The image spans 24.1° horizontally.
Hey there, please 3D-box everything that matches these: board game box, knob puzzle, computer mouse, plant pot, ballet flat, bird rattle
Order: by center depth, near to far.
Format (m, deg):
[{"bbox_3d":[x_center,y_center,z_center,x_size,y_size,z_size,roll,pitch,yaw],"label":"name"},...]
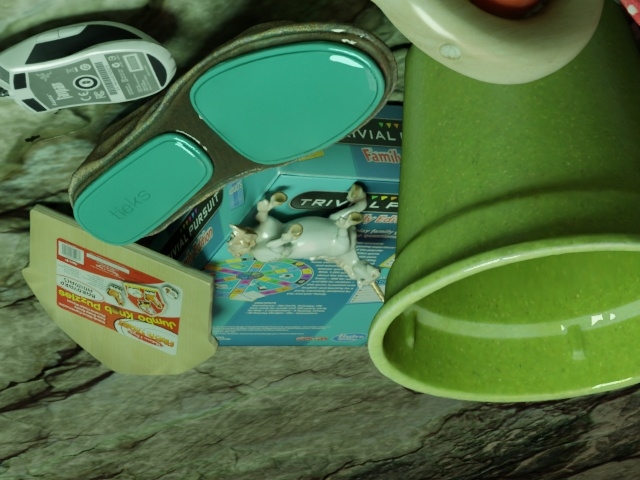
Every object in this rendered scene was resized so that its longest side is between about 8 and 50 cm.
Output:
[{"bbox_3d":[0.101,-0.179,0.879,0.253,0.207,0.143,35,147,-24],"label":"bird rattle"},{"bbox_3d":[-0.198,-0.122,1.068,0.193,0.042,0.106,-9,151,4],"label":"computer mouse"},{"bbox_3d":[-0.068,-0.100,1.104,0.316,0.106,0.107,-23,122,34],"label":"ballet flat"},{"bbox_3d":[0.163,-0.045,1.132,0.276,0.254,0.276,-4,154,-2],"label":"plant pot"},{"bbox_3d":[-0.176,0.055,1.347,0.213,0.030,0.213,16,141,14],"label":"knob puzzle"},{"bbox_3d":[-0.001,-0.005,1.366,0.254,0.079,0.336,2,151,-29],"label":"board game box"}]

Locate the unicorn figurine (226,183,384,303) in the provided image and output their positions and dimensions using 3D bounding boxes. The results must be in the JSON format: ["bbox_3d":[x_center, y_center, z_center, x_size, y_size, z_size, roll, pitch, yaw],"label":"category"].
[{"bbox_3d":[0.000,0.000,1.227,0.162,0.060,0.111,10,151,-9],"label":"unicorn figurine"}]

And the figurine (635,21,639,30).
[{"bbox_3d":[0.364,-0.134,1.118,0.215,0.209,0.092,-18,155,9],"label":"figurine"}]
